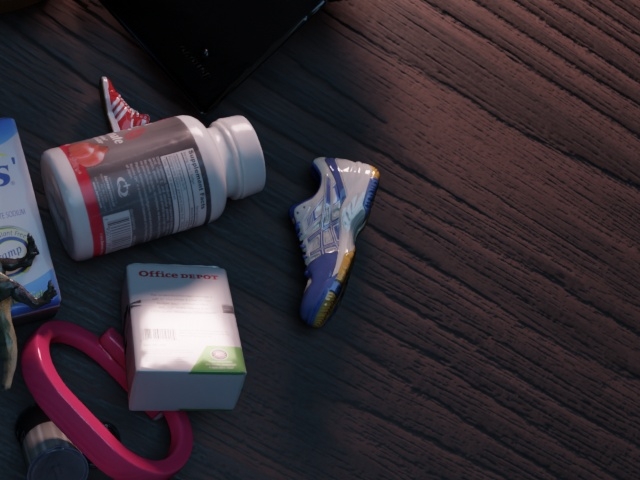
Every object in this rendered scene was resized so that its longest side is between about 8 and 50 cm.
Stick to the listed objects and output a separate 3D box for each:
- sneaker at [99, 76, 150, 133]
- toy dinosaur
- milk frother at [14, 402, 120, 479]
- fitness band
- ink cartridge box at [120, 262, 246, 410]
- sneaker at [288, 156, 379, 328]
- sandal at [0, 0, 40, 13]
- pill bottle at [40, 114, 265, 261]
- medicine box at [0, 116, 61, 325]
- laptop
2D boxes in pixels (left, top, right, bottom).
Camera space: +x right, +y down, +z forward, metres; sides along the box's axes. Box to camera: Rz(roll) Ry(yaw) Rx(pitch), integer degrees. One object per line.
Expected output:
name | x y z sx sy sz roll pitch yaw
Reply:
sneaker | -0.316 -0.213 1.656 0.067 0.042 0.118 -16 90 -18
toy dinosaur | -0.429 0.059 1.385 0.118 0.064 0.268 -24 89 -16
milk frother | -0.354 0.307 1.468 0.143 0.135 0.129 -17 117 -17
fitness band | -0.308 0.231 1.478 0.291 0.209 0.054 46 112 -3
ink cartridge box | -0.211 0.142 1.528 0.160 0.092 0.219 4 41 -18
sneaker | 0.000 0.000 1.698 0.131 0.112 0.296 17 70 3
sandal | -0.548 -0.390 1.594 0.240 0.088 0.079 -23 92 -18
pill bottle | -0.254 -0.093 1.577 0.319 0.176 0.176 -18 84 -22
medicine box | -0.542 -0.002 1.470 0.264 0.149 0.289 -14 83 -22
laptop | -0.133 -0.461 1.743 0.382 0.236 0.408 48 38 13
